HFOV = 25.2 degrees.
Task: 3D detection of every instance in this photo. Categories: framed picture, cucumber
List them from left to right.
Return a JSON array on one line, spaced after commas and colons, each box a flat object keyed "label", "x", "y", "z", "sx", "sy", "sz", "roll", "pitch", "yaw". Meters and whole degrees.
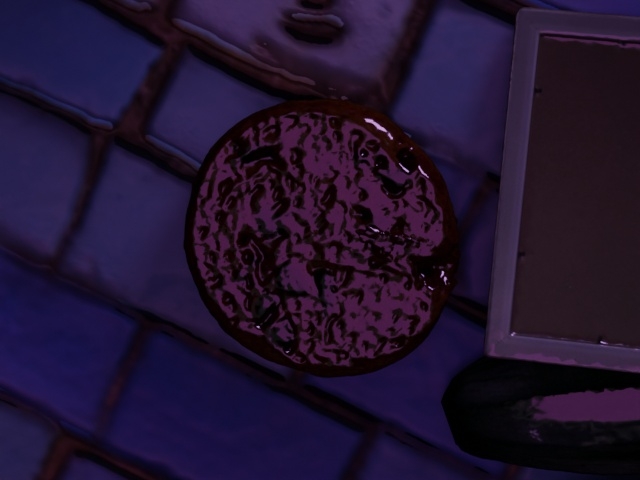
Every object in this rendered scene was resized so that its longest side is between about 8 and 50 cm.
[{"label": "cucumber", "x": 0.201, "y": 0.109, "z": 0.940, "sx": 0.243, "sy": 0.063, "sz": 0.115, "roll": -9, "pitch": 97, "yaw": 10}, {"label": "framed picture", "x": 0.260, "y": -0.024, "z": 0.904, "sx": 0.296, "sy": 0.019, "sz": 0.232, "roll": 7, "pitch": 83, "yaw": 6}]

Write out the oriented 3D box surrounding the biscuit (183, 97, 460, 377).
[{"label": "biscuit", "x": 0.000, "y": 0.000, "z": 0.955, "sx": 0.192, "sy": 0.049, "sz": 0.192, "roll": 1, "pitch": 94, "yaw": 12}]
